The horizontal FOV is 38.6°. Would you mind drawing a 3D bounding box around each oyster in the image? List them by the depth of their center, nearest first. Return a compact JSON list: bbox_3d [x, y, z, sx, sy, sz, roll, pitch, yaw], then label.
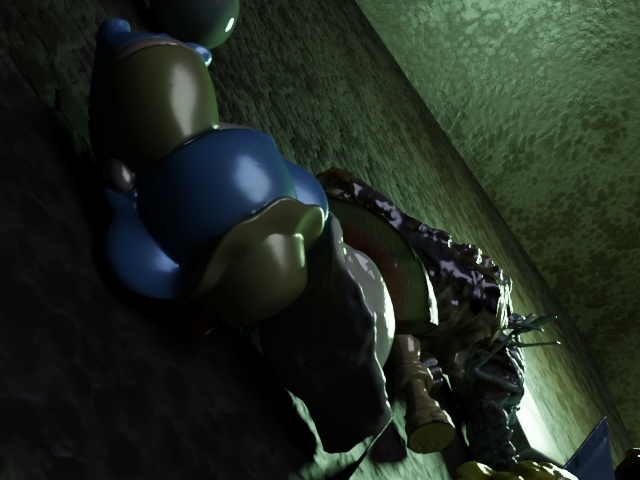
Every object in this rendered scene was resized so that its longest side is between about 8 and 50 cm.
[{"bbox_3d":[0.122,0.023,1.243,0.337,0.133,0.198,40,49,1],"label":"oyster"}]

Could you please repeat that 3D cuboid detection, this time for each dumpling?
[{"bbox_3d":[0.014,0.078,0.802,0.151,0.124,0.229,174,-94,-68],"label":"dumpling"}]

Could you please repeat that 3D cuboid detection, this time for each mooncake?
[{"bbox_3d":[0.208,0.301,1.158,0.347,0.057,0.150,64,-15,-8],"label":"mooncake"}]

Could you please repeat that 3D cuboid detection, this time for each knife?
[{"bbox_3d":[0.025,0.199,0.784,0.019,0.072,0.245,35,13,10],"label":"knife"}]

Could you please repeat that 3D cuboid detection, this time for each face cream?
[{"bbox_3d":[0.353,0.401,1.195,0.086,0.135,0.385,22,-37,44],"label":"face cream"}]

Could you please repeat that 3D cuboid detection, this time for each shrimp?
[{"bbox_3d":[0.264,0.218,1.331,0.221,0.165,0.411,91,4,-46],"label":"shrimp"}]

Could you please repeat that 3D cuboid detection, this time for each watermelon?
[{"bbox_3d":[0.053,0.029,1.018,0.137,0.193,0.145,6,78,-23],"label":"watermelon"}]

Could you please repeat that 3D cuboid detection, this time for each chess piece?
[{"bbox_3d":[0.112,0.174,1.105,0.060,0.060,0.172,47,16,-36],"label":"chess piece"}]

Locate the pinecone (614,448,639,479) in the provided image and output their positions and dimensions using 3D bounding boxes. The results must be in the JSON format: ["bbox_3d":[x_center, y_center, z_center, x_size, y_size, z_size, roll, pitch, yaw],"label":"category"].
[{"bbox_3d":[0.584,0.491,1.416,0.398,0.397,0.398,52,17,-24],"label":"pinecone"}]

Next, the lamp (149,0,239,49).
[{"bbox_3d":[-0.143,-0.270,1.049,0.105,0.105,0.105,52,17,-24],"label":"lamp"}]

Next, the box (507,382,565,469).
[{"bbox_3d":[0.301,0.224,1.590,0.204,0.051,0.365,37,27,-53],"label":"box"}]

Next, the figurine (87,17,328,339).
[{"bbox_3d":[-0.092,-0.056,0.736,0.180,0.153,0.262,14,54,-57],"label":"figurine"}]

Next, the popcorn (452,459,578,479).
[{"bbox_3d":[0.227,0.358,0.914,0.286,0.173,0.225,43,36,-28],"label":"popcorn"}]
